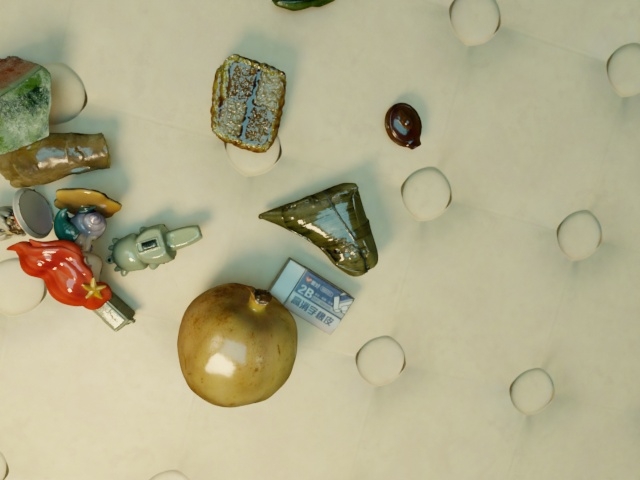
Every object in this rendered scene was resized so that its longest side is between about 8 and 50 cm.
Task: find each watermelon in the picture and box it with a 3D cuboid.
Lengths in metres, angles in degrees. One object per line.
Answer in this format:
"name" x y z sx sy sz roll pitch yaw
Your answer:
"watermelon" -0.725 -0.338 1.136 0.193 0.256 0.140 -35 145 -22

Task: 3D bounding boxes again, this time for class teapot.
"teapot" 0.228 -0.306 1.316 0.098 0.078 0.129 -26 100 -4

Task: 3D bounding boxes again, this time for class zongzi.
"zongzi" 0.000 0.000 1.299 0.274 0.125 0.251 -19 93 -4

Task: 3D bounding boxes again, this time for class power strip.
"power strip" -0.584 0.126 1.247 0.052 0.078 0.272 -44 101 0

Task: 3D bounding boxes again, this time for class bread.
"bread" -0.185 -0.341 1.241 0.181 0.096 0.222 11 97 -10

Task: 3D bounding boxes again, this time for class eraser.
"eraser" -0.029 0.151 1.341 0.210 0.068 0.124 33 92 -10

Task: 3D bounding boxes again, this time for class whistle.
"whistle" -0.423 0.014 1.246 0.253 0.106 0.102 -19 115 2

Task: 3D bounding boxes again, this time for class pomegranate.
"pomegranate" -0.203 0.246 1.215 0.319 0.319 0.319 -1 97 -9

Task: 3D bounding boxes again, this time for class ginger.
"ginger" -0.639 -0.200 1.182 0.263 0.109 0.116 -12 97 -8

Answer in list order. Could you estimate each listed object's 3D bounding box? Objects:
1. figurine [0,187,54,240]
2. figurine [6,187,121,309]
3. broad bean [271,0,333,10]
"figurine" -0.754 -0.050 1.191 0.153 0.132 0.132 -15 99 6
"figurine" -0.581 0.023 1.141 0.181 0.208 0.257 -6 67 15
"broad bean" -0.026 -0.620 1.255 0.195 0.046 0.061 -27 89 -9
